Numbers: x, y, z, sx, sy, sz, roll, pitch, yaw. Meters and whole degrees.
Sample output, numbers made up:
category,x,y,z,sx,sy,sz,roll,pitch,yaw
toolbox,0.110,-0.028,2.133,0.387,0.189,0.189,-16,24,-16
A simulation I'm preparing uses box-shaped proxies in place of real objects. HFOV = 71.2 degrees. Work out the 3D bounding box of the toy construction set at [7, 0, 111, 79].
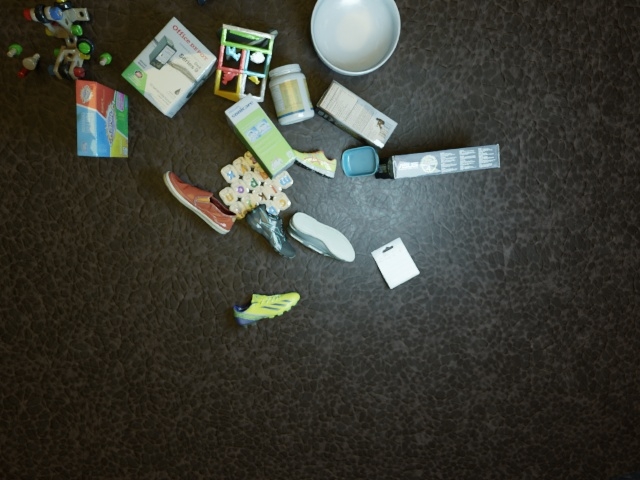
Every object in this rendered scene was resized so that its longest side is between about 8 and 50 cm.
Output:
category,x,y,z,sx,sy,sz,roll,pitch,yaw
toy construction set,-0.944,-0.723,1.612,0.309,0.237,0.257,-21,132,15

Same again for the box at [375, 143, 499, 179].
category,x,y,z,sx,sy,sz,roll,pitch,yaw
box,0.433,-0.301,1.736,0.395,0.318,0.097,-7,101,-4

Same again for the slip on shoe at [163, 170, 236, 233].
category,x,y,z,sx,sy,sz,roll,pitch,yaw
slip on shoe,-0.471,-0.163,1.766,0.331,0.123,0.101,41,102,-17

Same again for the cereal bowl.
category,x,y,z,sx,sy,sz,roll,pitch,yaw
cereal bowl,0.125,-0.799,1.706,0.339,0.141,0.338,-1,100,-5

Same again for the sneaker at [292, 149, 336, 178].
category,x,y,z,sx,sy,sz,roll,pitch,yaw
sneaker,-0.029,-0.330,1.812,0.209,0.081,0.094,22,90,-16

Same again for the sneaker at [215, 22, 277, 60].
category,x,y,z,sx,sy,sz,roll,pitch,yaw
sneaker,-0.281,-0.787,1.697,0.222,0.083,0.118,-25,98,-3

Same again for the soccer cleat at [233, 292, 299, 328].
category,x,y,z,sx,sy,sz,roll,pitch,yaw
soccer cleat,-0.231,0.271,1.885,0.289,0.093,0.121,-22,95,-2

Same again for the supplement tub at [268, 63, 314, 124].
category,x,y,z,sx,sy,sz,roll,pitch,yaw
supplement tub,-0.115,-0.559,1.722,0.145,0.144,0.199,-15,101,-3

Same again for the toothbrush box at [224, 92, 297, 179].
category,x,y,z,sx,sy,sz,roll,pitch,yaw
toothbrush box,-0.225,-0.382,1.694,0.122,0.206,0.283,-39,96,-5

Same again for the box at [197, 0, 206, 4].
category,x,y,z,sx,sy,sz,roll,pitch,yaw
box,-0.394,-1.073,1.586,0.294,0.183,0.296,-31,102,-1

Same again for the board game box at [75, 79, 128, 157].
category,x,y,z,sx,sy,sz,roll,pitch,yaw
board game box,-0.770,-0.419,1.593,0.064,0.316,0.242,3,100,-6

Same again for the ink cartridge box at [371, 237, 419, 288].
category,x,y,z,sx,sy,sz,roll,pitch,yaw
ink cartridge box,0.323,0.100,1.946,0.146,0.045,0.179,-29,83,0

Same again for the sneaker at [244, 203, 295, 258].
category,x,y,z,sx,sy,sz,roll,pitch,yaw
sneaker,-0.183,-0.035,1.818,0.106,0.101,0.267,-43,112,3

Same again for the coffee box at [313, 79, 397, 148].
category,x,y,z,sx,sy,sz,roll,pitch,yaw
coffee box,0.130,-0.484,1.749,0.297,0.168,0.118,31,95,-9

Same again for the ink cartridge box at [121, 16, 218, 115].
category,x,y,z,sx,sy,sz,roll,pitch,yaw
ink cartridge box,-0.554,-0.643,1.674,0.211,0.121,0.289,42,93,-11

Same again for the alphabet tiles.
category,x,y,z,sx,sy,sz,roll,pitch,yaw
alphabet tiles,-0.263,-0.216,1.830,0.284,0.021,0.278,-34,101,1

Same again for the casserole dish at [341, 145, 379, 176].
category,x,y,z,sx,sy,sz,roll,pitch,yaw
casserole dish,0.166,-0.318,1.801,0.037,0.188,0.114,-18,103,-45

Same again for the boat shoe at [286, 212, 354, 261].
category,x,y,z,sx,sy,sz,roll,pitch,yaw
boat shoe,0.000,0.000,1.875,0.320,0.116,0.099,32,139,-17

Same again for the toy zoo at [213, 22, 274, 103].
category,x,y,z,sx,sy,sz,roll,pitch,yaw
toy zoo,-0.294,-0.642,1.687,0.193,0.030,0.293,3,121,-24
